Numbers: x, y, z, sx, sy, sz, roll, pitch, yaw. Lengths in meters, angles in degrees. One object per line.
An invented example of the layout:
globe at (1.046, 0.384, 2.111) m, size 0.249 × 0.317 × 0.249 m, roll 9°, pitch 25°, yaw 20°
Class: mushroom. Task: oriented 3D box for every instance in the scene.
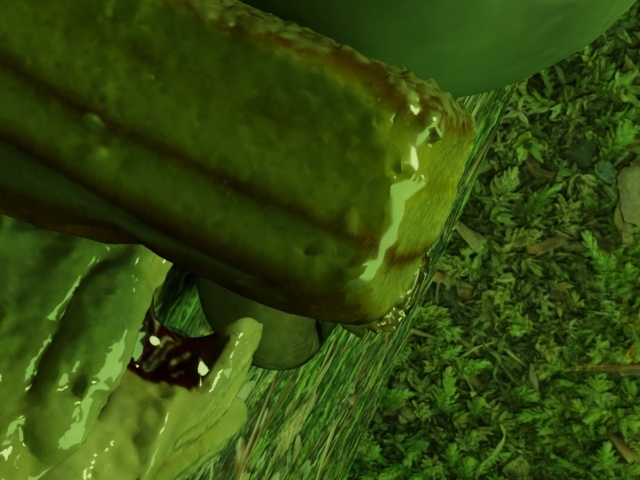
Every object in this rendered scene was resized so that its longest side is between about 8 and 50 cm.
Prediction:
mushroom at (0.000, 0.000, 1.227) m, size 0.226 × 0.178 × 0.226 m, roll 17°, pitch 90°, yaw -79°

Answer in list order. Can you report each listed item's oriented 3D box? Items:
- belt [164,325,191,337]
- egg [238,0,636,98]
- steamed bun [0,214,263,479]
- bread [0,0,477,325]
belt at (-0.158, 0.151, 1.122) m, size 0.232 × 0.071 × 0.053 m, roll -53°, pitch 173°, yaw -43°
egg at (0.068, -0.211, 0.790) m, size 0.352 × 0.258 × 0.258 m, roll -49°, pitch 163°, yaw -49°
steamed bun at (-0.145, 0.105, 0.775) m, size 0.428 × 0.189 × 0.247 m, roll -59°, pitch 177°, yaw -26°
bread at (-0.062, -0.051, 0.618) m, size 0.184 × 0.234 × 0.110 m, roll -7°, pitch 120°, yaw -80°
